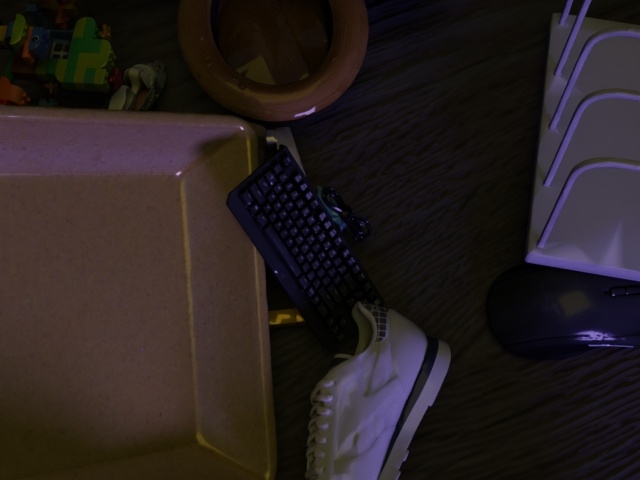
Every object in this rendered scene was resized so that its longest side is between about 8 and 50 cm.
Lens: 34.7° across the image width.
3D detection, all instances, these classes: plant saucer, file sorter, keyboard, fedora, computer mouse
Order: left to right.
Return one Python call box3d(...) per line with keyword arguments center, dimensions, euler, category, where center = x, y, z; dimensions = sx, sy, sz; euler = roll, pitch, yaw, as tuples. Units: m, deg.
box3d(center=(-0.196, 0.065, 0.819), dimensions=(0.332, 0.081, 0.333), euler=(-3, 88, -40), category="plant saucer")
box3d(center=(-0.046, -0.195, 0.990), dimensions=(0.194, 0.079, 0.195), euler=(0, 74, -1), category="fedora")
box3d(center=(0.000, 0.000, 0.917), dimensions=(0.108, 0.023, 0.180), euler=(-45, 116, -28), category="keyboard")
box3d(center=(0.285, 0.014, 0.955), dimensions=(0.261, 0.060, 0.184), euler=(-2, 76, -2), category="computer mouse")
box3d(center=(0.304, -0.124, 0.904), dimensions=(0.192, 0.173, 0.278), euler=(10, 63, 4), category="file sorter")

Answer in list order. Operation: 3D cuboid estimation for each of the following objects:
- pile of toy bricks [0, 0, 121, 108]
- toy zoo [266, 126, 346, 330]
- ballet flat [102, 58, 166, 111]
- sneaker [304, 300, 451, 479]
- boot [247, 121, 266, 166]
box3d(center=(-0.232, -0.160, 0.936), dimensions=(0.105, 0.118, 0.212), euler=(4, 71, 7), category="pile of toy bricks")
box3d(center=(-0.118, -0.004, 0.963), dimensions=(0.293, 0.030, 0.193), euler=(-6, 75, -3), category="toy zoo")
box3d(center=(-0.179, -0.141, 0.978), dimensions=(0.041, 0.041, 0.114), euler=(21, 58, 4), category="ballet flat")
box3d(center=(0.024, 0.167, 0.885), dimensions=(0.094, 0.090, 0.235), euler=(32, 64, -11), category="sneaker")
box3d(center=(-0.068, -0.065, 0.943), dimensions=(0.118, 0.042, 0.087), euler=(19, 73, 3), category="boot")
